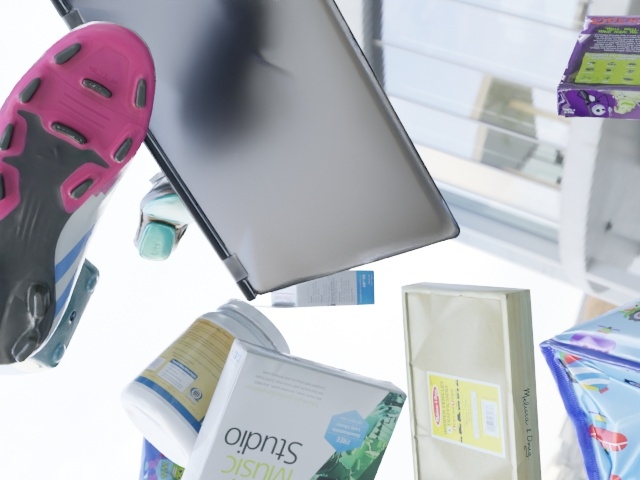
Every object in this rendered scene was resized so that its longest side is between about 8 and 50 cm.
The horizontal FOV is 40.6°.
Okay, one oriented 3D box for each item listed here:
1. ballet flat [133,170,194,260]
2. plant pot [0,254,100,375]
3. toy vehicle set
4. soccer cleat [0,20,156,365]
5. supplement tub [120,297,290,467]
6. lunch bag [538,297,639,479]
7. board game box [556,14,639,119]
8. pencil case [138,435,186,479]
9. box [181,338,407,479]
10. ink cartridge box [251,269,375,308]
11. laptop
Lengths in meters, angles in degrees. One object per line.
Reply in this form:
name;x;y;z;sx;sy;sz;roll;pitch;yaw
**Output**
ballet flat;-0.238;-0.057;1.349;0.280;0.095;0.096;141;138;-57
plant pot;-0.444;0.048;1.133;0.248;0.252;0.247;69;-140;-69
toy vehicle set;0.159;0.180;0.925;0.035;0.166;0.266;-7;-85;-33
soccer cleat;-0.246;-0.047;0.779;0.331;0.116;0.143;-63;18;13
supplement tub;-0.149;0.187;1.156;0.199;0.144;0.144;-45;-33;-28
lunch bag;0.326;0.087;0.551;0.221;0.293;0.138;-19;-91;-19
board game box;0.481;-0.210;1.048;0.056;0.347;0.208;75;-147;-40
pencil case;-0.242;0.349;1.511;0.119;0.133;0.306;87;-176;-51
box;-0.052;0.304;1.079;0.232;0.058;0.321;19;-84;-24
ink cartridge box;-0.013;0.078;1.414;0.180;0.104;0.060;0;-92;-27
laptop;-0.080;-0.158;0.942;0.381;0.236;0.408;59;-176;-17
